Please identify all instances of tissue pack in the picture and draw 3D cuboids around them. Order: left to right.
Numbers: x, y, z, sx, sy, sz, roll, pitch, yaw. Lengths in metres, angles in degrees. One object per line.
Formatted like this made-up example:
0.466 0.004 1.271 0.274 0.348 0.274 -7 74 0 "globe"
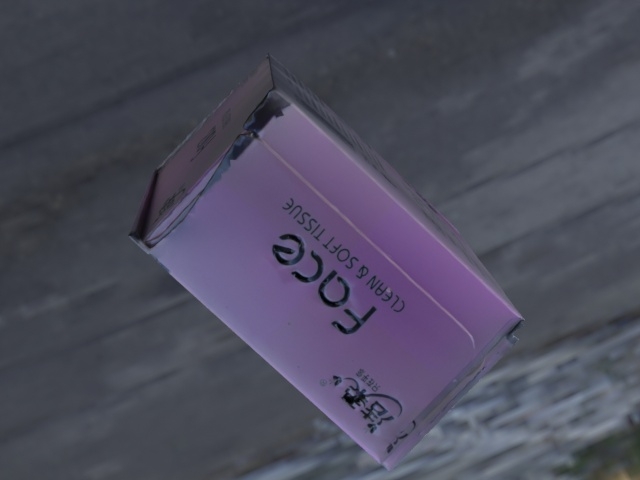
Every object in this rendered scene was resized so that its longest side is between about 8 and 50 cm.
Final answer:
0.000 0.000 0.908 0.092 0.148 0.246 -47 -173 4 "tissue pack"
